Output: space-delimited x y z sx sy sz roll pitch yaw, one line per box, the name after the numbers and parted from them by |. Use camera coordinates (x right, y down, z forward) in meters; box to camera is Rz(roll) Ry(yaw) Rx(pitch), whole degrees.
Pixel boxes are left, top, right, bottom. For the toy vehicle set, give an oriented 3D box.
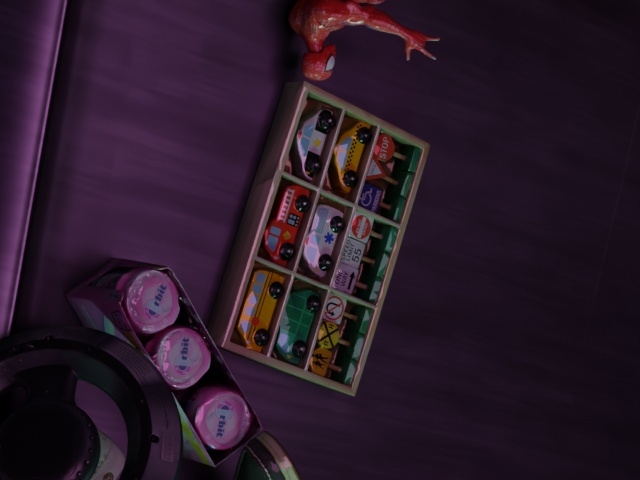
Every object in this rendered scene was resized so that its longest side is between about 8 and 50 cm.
0.000 0.000 1.583 0.166 0.035 0.267 22 80 -34 | toy vehicle set

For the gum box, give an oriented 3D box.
-0.142 0.103 1.448 0.062 0.107 0.188 -39 113 -27 | gum box

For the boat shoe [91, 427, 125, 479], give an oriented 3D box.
-0.250 0.283 1.389 0.096 0.098 0.277 39 70 -29 | boat shoe

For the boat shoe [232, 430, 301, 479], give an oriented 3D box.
-0.061 0.263 1.483 0.073 0.080 0.223 -24 144 -23 | boat shoe

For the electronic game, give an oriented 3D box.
-0.227 0.175 1.346 0.229 0.229 0.048 -54 158 -20 | electronic game

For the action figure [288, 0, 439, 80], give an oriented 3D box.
0.055 -0.277 1.570 0.139 0.091 0.280 20 81 -25 | action figure
